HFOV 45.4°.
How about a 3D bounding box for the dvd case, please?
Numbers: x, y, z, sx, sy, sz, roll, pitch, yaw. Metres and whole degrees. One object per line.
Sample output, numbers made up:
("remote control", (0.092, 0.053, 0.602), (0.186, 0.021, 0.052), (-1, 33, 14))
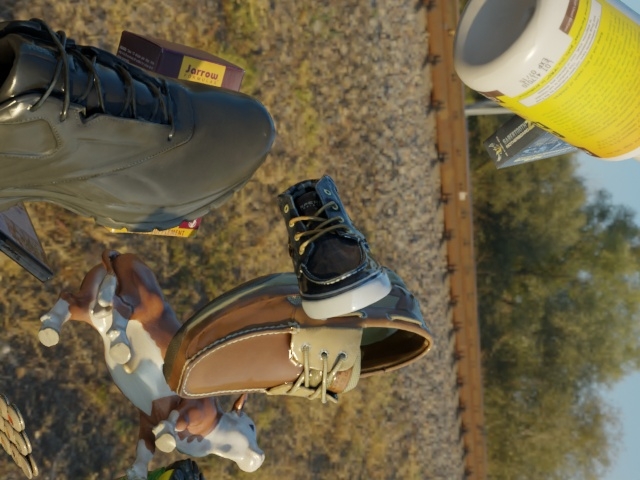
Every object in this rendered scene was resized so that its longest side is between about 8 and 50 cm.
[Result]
("dvd case", (-0.446, -0.063, 1.010), (0.253, 0.022, 0.180), (46, -5, 45))

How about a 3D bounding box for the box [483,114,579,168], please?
("box", (0.406, -0.199, 1.242), (0.183, 0.233, 0.059), (-45, -115, 52))

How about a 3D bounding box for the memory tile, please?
("memory tile", (-0.425, 0.249, 1.032), (0.012, 0.148, 0.113), (-24, 119, -37))

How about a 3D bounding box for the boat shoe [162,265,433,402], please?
("boat shoe", (-0.003, 0.107, 0.815), (0.324, 0.120, 0.122), (-11, 135, -38))

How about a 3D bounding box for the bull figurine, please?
("bull figurine", (-0.178, 0.157, 0.847), (0.310, 0.101, 0.188), (58, 13, -8))

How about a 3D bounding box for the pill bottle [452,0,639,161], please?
("pill bottle", (0.224, -0.141, 0.642), (0.215, 0.117, 0.117), (21, 59, -28))

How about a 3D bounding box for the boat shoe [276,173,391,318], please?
("boat shoe", (0.000, 0.000, 0.584), (0.183, 0.065, 0.083), (-133, -159, -78))

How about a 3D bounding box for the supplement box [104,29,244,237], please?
("supplement box", (-0.163, -0.105, 0.782), (0.104, 0.081, 0.188), (4, 111, -45))

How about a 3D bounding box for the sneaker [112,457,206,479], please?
("sneaker", (-0.202, 0.377, 0.732), (0.343, 0.146, 0.134), (-82, 152, -55))

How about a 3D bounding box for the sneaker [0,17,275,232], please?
("sneaker", (-0.156, -0.076, 0.491), (0.130, 0.286, 0.109), (-56, -132, 52))
